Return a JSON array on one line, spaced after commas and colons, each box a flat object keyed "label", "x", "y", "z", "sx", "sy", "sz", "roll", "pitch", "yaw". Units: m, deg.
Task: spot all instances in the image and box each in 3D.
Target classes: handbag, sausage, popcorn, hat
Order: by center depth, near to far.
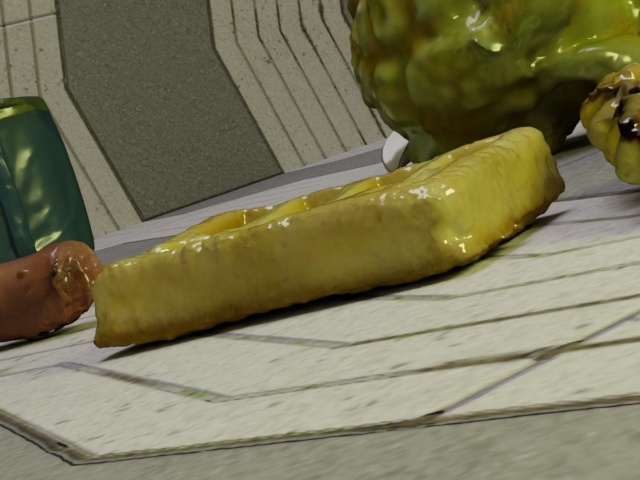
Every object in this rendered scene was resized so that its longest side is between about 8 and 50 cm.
[{"label": "sausage", "x": -0.303, "y": 0.063, "z": 1.173, "sx": 0.304, "sy": 0.078, "sz": 0.078, "roll": -15, "pitch": 5, "yaw": 27}, {"label": "popcorn", "x": 0.176, "y": -0.217, "z": 1.360, "sx": 0.279, "sy": 0.274, "sz": 0.335, "roll": 22, "pitch": -41, "yaw": -20}, {"label": "handbag", "x": -0.417, "y": -0.032, "z": 1.692, "sx": 0.263, "sy": 0.241, "sz": 0.222, "roll": -20, "pitch": 5, "yaw": -3}, {"label": "hat", "x": 0.179, "y": -0.138, "z": 1.861, "sx": 0.173, "sy": 0.144, "sz": 0.166, "roll": -63, "pitch": 15, "yaw": -6}]

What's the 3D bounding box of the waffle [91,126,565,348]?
[{"label": "waffle", "x": 0.000, "y": 0.000, "z": 0.855, "sx": 0.274, "sy": 0.057, "sz": 0.168, "roll": -15, "pitch": 6, "yaw": 32}]

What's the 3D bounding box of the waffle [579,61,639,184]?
[{"label": "waffle", "x": 0.282, "y": -0.096, "z": 0.751, "sx": 0.300, "sy": 0.058, "sz": 0.281, "roll": -16, "pitch": 16, "yaw": 18}]
